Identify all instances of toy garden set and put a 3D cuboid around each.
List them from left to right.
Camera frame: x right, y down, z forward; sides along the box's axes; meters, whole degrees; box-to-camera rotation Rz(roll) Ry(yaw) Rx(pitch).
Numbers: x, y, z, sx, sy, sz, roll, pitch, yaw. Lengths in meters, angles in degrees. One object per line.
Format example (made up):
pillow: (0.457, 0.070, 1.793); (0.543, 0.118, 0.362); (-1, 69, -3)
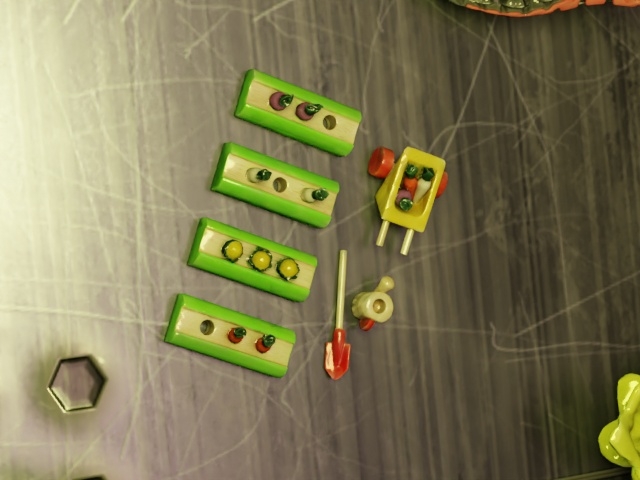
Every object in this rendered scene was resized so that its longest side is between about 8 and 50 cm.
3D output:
toy garden set: (0.000, 0.000, 1.454); (0.204, 0.049, 0.244); (20, 80, -23)

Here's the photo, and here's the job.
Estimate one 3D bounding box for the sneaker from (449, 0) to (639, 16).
sneaker: (0.217, -0.258, 1.539); (0.276, 0.135, 0.097); (-3, 103, -2)

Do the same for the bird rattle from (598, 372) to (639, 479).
bird rattle: (0.368, 0.223, 1.537); (0.207, 0.143, 0.253); (-30, 91, 19)
